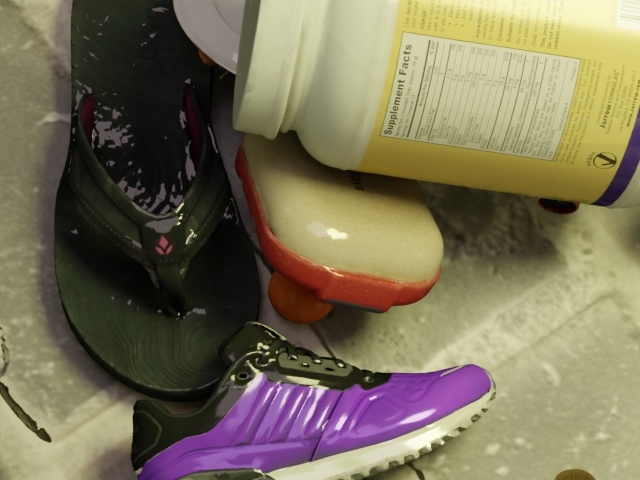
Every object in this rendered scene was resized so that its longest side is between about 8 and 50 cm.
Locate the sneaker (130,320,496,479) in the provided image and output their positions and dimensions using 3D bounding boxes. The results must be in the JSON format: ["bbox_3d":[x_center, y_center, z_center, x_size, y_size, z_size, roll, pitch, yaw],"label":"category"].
[{"bbox_3d":[-0.012,0.124,1.474,0.293,0.102,0.146,-19,82,-9],"label":"sneaker"}]

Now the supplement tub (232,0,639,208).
[{"bbox_3d":[0.110,-0.161,1.462,0.331,0.241,0.241,8,62,-6],"label":"supplement tub"}]

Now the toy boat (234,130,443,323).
[{"bbox_3d":[0.000,0.000,1.546,0.151,0.151,0.231,12,30,-20],"label":"toy boat"}]

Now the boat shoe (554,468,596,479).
[{"bbox_3d":[0.212,0.243,1.458,0.050,0.045,0.135,-7,58,-11],"label":"boat shoe"}]

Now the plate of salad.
[{"bbox_3d":[-0.035,-0.182,1.659,0.200,0.048,0.200,14,39,-11],"label":"plate of salad"}]

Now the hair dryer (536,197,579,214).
[{"bbox_3d":[0.293,-0.123,1.633,0.293,0.080,0.223,-34,68,-14],"label":"hair dryer"}]

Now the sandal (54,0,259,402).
[{"bbox_3d":[-0.152,-0.076,1.604,0.167,0.107,0.446,-8,62,-2],"label":"sandal"}]
